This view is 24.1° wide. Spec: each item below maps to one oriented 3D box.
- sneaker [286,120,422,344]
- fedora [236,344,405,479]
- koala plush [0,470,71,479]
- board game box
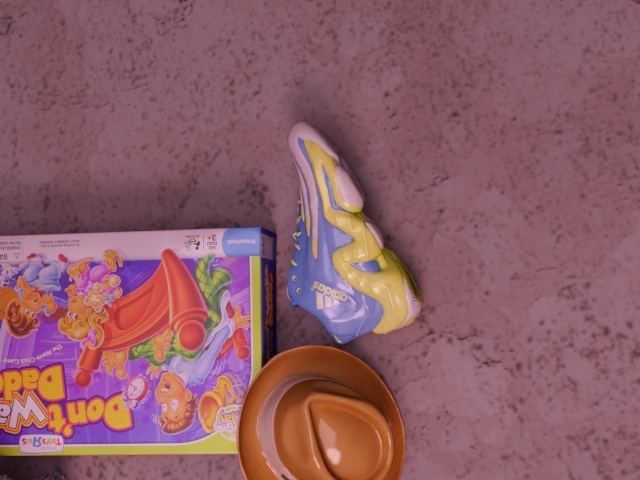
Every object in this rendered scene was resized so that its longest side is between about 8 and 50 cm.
[{"bbox_3d":[0.000,0.000,1.550,0.126,0.091,0.240,-30,81,7],"label":"sneaker"},{"bbox_3d":[0.012,0.197,1.497,0.194,0.079,0.194,3,84,-24],"label":"fedora"},{"bbox_3d":[-0.404,0.309,1.535,0.221,0.196,0.203,-22,36,41],"label":"koala plush"},{"bbox_3d":[-0.221,0.109,1.587,0.347,0.078,0.233,-2,85,10],"label":"board game box"}]
